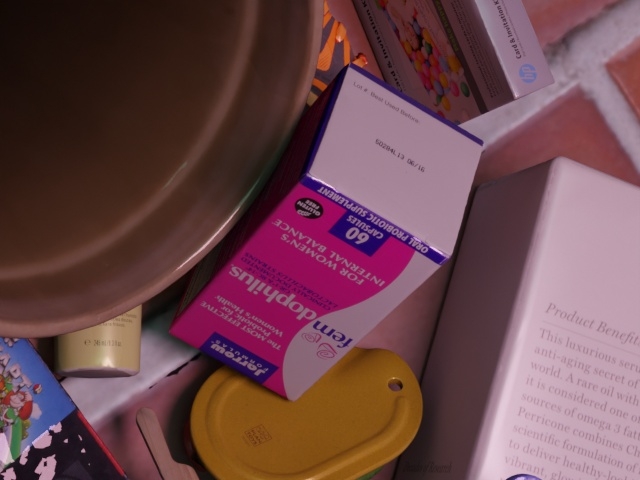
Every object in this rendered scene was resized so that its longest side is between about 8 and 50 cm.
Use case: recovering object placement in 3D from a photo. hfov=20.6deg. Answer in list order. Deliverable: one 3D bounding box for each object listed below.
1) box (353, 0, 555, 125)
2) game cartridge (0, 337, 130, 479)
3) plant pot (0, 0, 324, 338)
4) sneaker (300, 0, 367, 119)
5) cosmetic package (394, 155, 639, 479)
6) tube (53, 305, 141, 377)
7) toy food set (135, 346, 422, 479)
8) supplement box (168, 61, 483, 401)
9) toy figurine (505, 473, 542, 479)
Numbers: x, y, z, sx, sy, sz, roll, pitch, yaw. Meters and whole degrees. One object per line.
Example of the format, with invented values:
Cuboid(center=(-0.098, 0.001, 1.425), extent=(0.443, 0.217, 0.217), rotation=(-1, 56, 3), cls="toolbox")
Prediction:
Cuboid(center=(0.090, -0.158, 1.295), extent=(0.038, 0.186, 0.145), rotation=(-23, 92, -20), cls="box")
Cuboid(center=(-0.276, 0.144, 1.167), extent=(0.230, 0.068, 0.355), rotation=(-40, 104, -24), cls="game cartridge")
Cuboid(center=(-0.209, -0.142, 1.117), extent=(0.323, 0.280, 0.323), rotation=(-30, 138, -32), cls="plant pot")
Cuboid(center=(-0.004, -0.176, 1.279), extent=(0.321, 0.124, 0.180), rotation=(44, 90, -10), cls="sneaker")
Cuboid(center=(0.183, 0.194, 1.300), extent=(0.230, 0.161, 0.453), rotation=(21, 78, -15), cls="cosmetic package")
Cuboid(center=(-0.161, -0.022, 1.264), extent=(0.070, 0.062, 0.240), rotation=(18, 68, -58), cls="tube")
Cuboid(center=(-0.030, 0.149, 1.287), extent=(0.218, 0.071, 0.128), rotation=(-22, 58, -26), cls="toy food set")
Cuboid(center=(0.000, 0.000, 1.211), extent=(0.111, 0.220, 0.114), rotation=(29, 50, -12), cls="supplement box")
Cuboid(center=(0.132, 0.257, 1.101), extent=(0.362, 0.191, 0.217), rotation=(25, 72, -13), cls="toy figurine")
